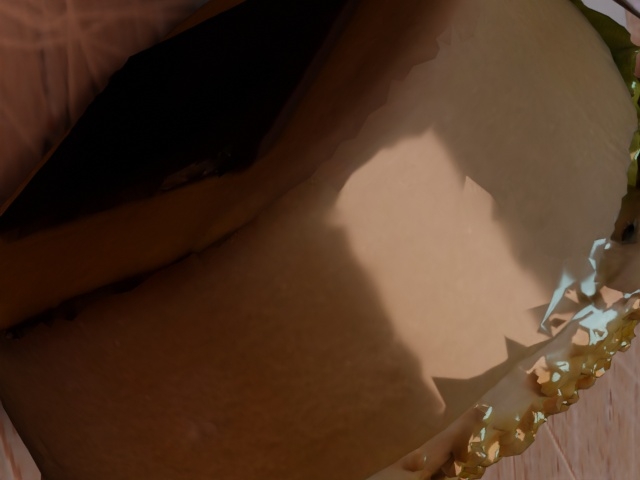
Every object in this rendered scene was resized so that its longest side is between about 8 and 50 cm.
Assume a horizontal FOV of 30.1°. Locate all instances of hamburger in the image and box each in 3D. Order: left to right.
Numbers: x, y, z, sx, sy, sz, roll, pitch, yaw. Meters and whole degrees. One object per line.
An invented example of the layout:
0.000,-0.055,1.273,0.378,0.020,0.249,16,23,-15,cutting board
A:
0.000,0.000,0.484,0.302,0.302,0.170,-50,117,-21,hamburger

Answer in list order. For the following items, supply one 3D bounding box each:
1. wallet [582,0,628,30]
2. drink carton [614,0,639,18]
0.138,-0.161,0.709,0.124,0.032,0.183,-43,132,-26,wallet
0.094,-0.193,0.499,0.315,0.130,0.106,17,115,-51,drink carton
